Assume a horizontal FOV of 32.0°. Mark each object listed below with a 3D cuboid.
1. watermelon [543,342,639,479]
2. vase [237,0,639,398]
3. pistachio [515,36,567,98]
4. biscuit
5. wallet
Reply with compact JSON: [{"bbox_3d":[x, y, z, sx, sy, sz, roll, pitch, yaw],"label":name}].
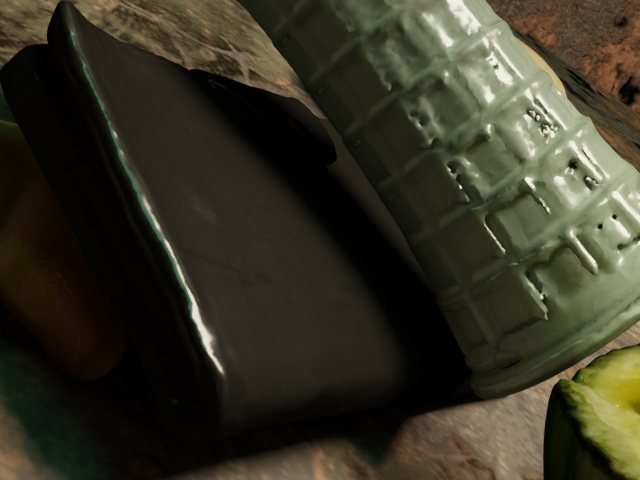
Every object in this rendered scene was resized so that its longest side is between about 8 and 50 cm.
[{"bbox_3d":[0.219,0.173,0.428,0.331,0.189,0.331,19,6,-2],"label":"watermelon"},{"bbox_3d":[0.047,-0.084,0.542,0.299,0.143,0.143,53,21,-2],"label":"vase"},{"bbox_3d":[0.113,-0.120,0.975,0.229,0.157,0.157,38,19,20],"label":"pistachio"},{"bbox_3d":[-0.117,-0.026,0.529,0.164,0.047,0.208,37,21,5],"label":"biscuit"},{"bbox_3d":[0.000,0.000,0.572,0.197,0.051,0.377,61,21,18],"label":"wallet"}]
